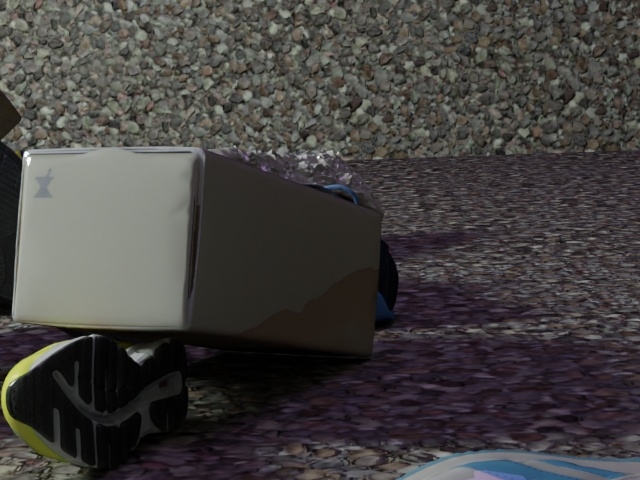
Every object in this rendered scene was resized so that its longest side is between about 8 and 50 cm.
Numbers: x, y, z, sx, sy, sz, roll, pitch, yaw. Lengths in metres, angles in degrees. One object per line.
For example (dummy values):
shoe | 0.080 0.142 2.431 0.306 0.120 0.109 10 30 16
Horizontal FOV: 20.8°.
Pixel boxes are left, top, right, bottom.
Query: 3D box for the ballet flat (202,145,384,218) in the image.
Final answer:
ballet flat | -0.071 -0.027 1.897 0.147 0.147 0.409 4 10 39

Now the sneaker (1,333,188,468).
sneaker | -0.159 0.100 1.106 0.094 0.081 0.208 0 -4 17

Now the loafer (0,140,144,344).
loafer | -0.242 0.007 1.364 0.302 0.109 0.095 37 -25 -24

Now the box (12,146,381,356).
box | -0.079 0.015 1.274 0.148 0.121 0.311 1 -6 26

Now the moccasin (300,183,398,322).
moccasin | 0.000 0.000 1.658 0.138 0.116 0.342 -5 8 -23

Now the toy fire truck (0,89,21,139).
toy fire truck | -0.358 -0.054 1.479 0.159 0.217 0.246 -2 49 4

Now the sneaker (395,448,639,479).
sneaker | 0.111 0.134 0.709 0.229 0.087 0.092 -6 10 -12

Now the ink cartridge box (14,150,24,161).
ink cartridge box | -0.351 -0.030 1.771 0.307 0.072 0.303 -30 11 -7
